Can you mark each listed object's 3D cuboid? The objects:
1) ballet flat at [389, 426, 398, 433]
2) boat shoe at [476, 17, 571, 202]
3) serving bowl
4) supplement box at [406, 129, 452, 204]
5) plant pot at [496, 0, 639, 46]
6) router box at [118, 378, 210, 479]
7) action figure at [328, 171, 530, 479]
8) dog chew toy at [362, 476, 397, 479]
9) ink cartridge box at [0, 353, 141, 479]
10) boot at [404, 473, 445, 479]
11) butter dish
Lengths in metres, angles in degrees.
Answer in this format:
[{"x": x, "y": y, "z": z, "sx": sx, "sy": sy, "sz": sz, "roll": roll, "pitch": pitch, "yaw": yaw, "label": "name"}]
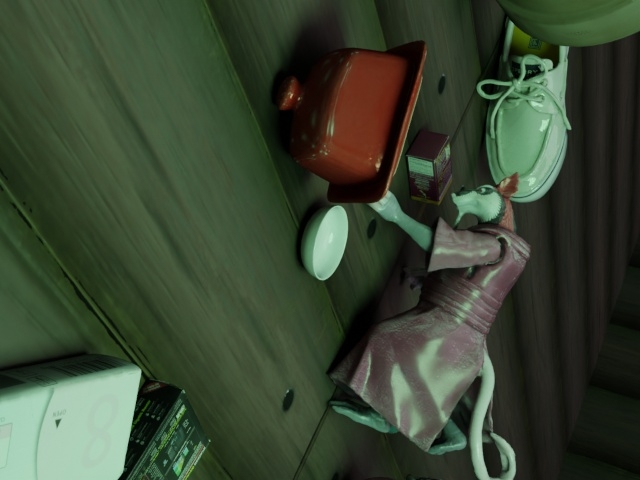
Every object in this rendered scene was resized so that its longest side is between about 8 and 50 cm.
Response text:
[{"x": 0.109, "y": 0.220, "z": 1.456, "sx": 0.041, "sy": 0.041, "sz": 0.114, "roll": -10, "pitch": 112, "yaw": -64, "label": "ballet flat"}, {"x": 0.318, "y": -0.246, "z": 1.530, "sx": 0.156, "sy": 0.136, "sz": 0.367, "roll": 18, "pitch": 84, "yaw": -66, "label": "boat shoe"}, {"x": 0.000, "y": 0.000, "z": 1.098, "sx": 0.083, "sy": 0.027, "sz": 0.083, "roll": -41, "pitch": 138, "yaw": -52, "label": "serving bowl"}, {"x": 0.146, "y": -0.097, "z": 1.344, "sx": 0.055, "sy": 0.043, "sz": 0.083, "roll": -58, "pitch": 151, "yaw": -35, "label": "supplement box"}, {"x": 0.295, "y": -0.440, "z": 1.220, "sx": 0.280, "sy": 0.323, "sz": 0.323, "roll": 27, "pitch": 78, "yaw": -49, "label": "plant pot"}, {"x": -0.150, "y": 0.194, "z": 0.865, "sx": 0.122, "sy": 0.038, "sz": 0.092, "roll": -59, "pitch": 150, "yaw": -33, "label": "router box"}, {"x": 0.172, "y": 0.084, "z": 1.255, "sx": 0.370, "sy": 0.276, "sz": 0.248, "roll": -62, "pitch": 150, "yaw": 2, "label": "action figure"}, {"x": 0.113, "y": 0.461, "z": 1.405, "sx": 0.206, "sy": 0.207, "sz": 0.331, "roll": -53, "pitch": 131, "yaw": -41, "label": "dog chew toy"}, {"x": -0.217, "y": 0.204, "z": 0.706, "sx": 0.189, "sy": 0.066, "sz": 0.232, "roll": -4, "pitch": 103, "yaw": -65, "label": "ink cartridge box"}, {"x": 0.166, "y": 0.415, "z": 1.252, "sx": 0.263, "sy": 0.091, "sz": 0.229, "roll": 27, "pitch": 92, "yaw": -33, "label": "boot"}, {"x": 0.014, "y": -0.124, "z": 0.968, "sx": 0.160, "sy": 0.118, "sz": 0.160, "roll": 6, "pitch": -101, "yaw": 70, "label": "butter dish"}]
